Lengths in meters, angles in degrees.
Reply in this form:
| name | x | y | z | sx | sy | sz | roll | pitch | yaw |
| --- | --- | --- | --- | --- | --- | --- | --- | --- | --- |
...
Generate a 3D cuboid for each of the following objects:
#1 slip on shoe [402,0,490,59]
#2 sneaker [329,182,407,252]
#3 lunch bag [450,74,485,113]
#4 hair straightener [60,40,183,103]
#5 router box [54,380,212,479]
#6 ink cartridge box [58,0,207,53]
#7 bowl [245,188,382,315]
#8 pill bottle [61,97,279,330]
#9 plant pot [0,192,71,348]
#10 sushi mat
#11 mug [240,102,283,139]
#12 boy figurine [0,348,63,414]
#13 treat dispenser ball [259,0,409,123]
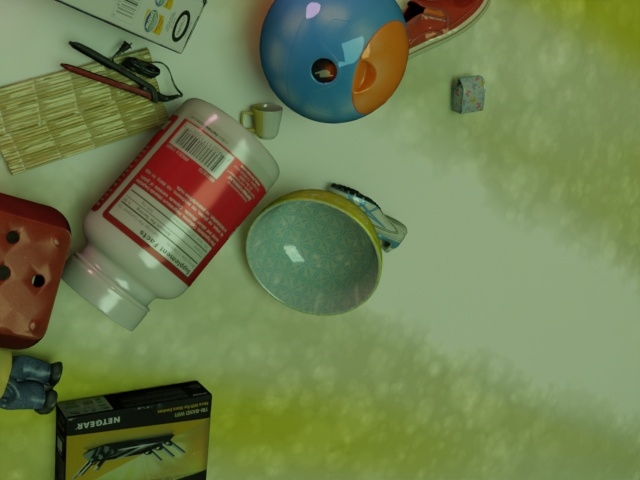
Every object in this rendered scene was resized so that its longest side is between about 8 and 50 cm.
| name | x | y | z | sx | sy | sz | roll | pitch | yaw |
| --- | --- | --- | --- | --- | --- | --- | --- | --- | --- |
| slip on shoe | 0.234 | -0.481 | 1.818 | 0.331 | 0.123 | 0.101 | -30 | 116 | -17 |
| sneaker | 0.102 | -0.049 | 1.889 | 0.237 | 0.085 | 0.086 | 36 | 92 | -33 |
| lunch bag | 0.348 | -0.346 | 1.972 | 0.071 | 0.053 | 0.083 | -15 | 123 | -27 |
| hair straightener | -0.344 | -0.311 | 1.505 | 0.230 | 0.047 | 0.089 | 17 | 94 | -35 |
| router box | -0.384 | 0.434 | 1.723 | 0.309 | 0.081 | 0.243 | -4 | 108 | -32 |
| ink cartridge box | -0.311 | -0.488 | 1.382 | 0.395 | 0.151 | 0.270 | 16 | 106 | -45 |
| bowl | 0.000 | 0.000 | 1.770 | 0.156 | 0.289 | 0.289 | -68 | 144 | -55 |
| pill bottle | -0.282 | -0.043 | 1.543 | 0.407 | 0.229 | 0.229 | -51 | 125 | -9 |
| plant pot | -0.548 | 0.044 | 1.360 | 0.267 | 0.236 | 0.267 | 18 | 83 | -37 |
| sushi mat | -0.432 | -0.236 | 1.510 | 0.316 | 0.019 | 0.151 | -23 | 116 | -26 |
| mug | -0.116 | -0.242 | 1.704 | 0.062 | 0.078 | 0.064 | -41 | 141 | -56 |
| boy figurine | -0.611 | 0.245 | 1.492 | 0.285 | 0.092 | 0.177 | 19 | 61 | -35 |
| treat dispenser ball | 0.026 | -0.369 | 1.605 | 0.288 | 0.288 | 0.288 | -11 | 111 | -30 |
